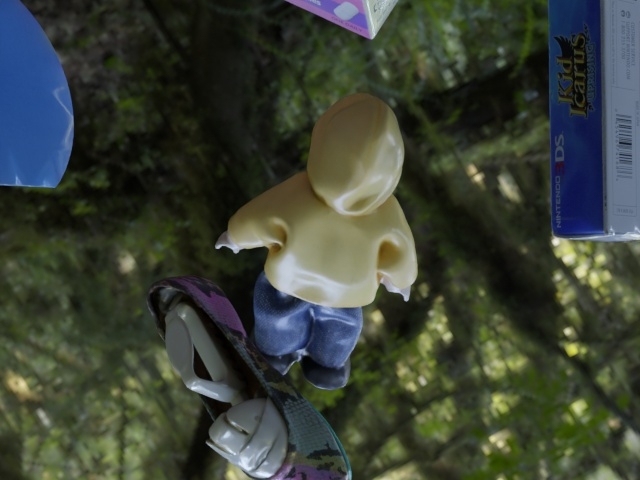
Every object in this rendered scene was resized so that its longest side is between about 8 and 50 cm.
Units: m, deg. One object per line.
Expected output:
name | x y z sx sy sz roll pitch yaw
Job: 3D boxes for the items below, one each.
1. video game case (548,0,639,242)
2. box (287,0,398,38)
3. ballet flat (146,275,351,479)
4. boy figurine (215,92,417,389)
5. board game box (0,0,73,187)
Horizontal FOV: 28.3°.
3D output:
video game case | 0.288 -0.131 1.045 0.244 0.269 0.061 3 176 -38
box | -0.038 -0.283 0.880 0.117 0.214 0.243 -57 161 -14
ballet flat | -0.066 0.114 0.949 0.077 0.221 0.079 -48 153 23
boy figurine | 0.000 0.000 1.095 0.092 0.177 0.285 -84 -174 -54
board game box | -0.224 -0.092 0.766 0.033 0.133 0.169 -20 169 33
